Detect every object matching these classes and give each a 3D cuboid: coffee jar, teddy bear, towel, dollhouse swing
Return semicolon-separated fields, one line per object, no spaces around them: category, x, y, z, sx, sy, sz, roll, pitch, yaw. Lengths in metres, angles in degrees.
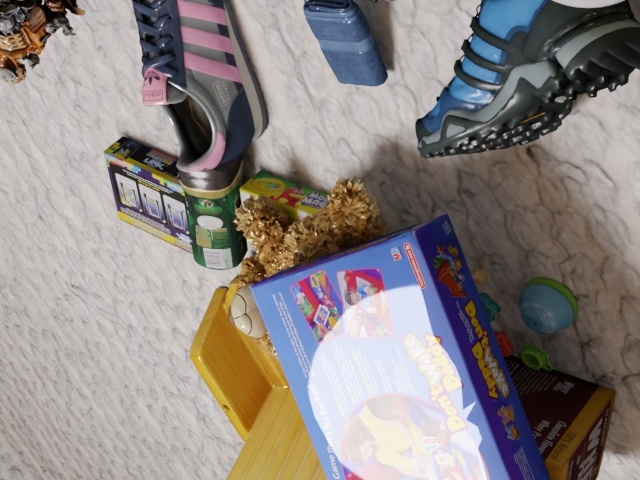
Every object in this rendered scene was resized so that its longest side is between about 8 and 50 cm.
coffee jar;-0.144;-0.054;1.227;0.079;0.096;0.184;7;133;10
teddy bear;-0.014;0.051;1.114;0.338;0.113;0.245;-9;115;43
towel;0.029;-0.213;0.947;0.067;0.029;0.119;15;155;30
dollhouse swing;-0.070;0.262;1.298;0.347;0.305;0.315;-4;123;45

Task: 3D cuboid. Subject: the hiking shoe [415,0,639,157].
hiking shoe;0.183;-0.169;0.842;0.304;0.113;0.132;-30;70;60

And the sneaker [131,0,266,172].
sneaker;-0.171;-0.229;1.058;0.112;0.131;0.319;1;126;42

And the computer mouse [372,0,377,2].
computer mouse;-0.002;-0.342;0.860;0.262;0.060;0.184;23;135;8

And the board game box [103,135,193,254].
board game box;-0.237;-0.065;1.346;0.170;0.048;0.141;24;141;23

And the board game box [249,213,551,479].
board game box;0.089;0.171;0.976;0.233;0.078;0.347;-19;94;37

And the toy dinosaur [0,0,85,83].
toy dinosaur;-0.329;-0.323;1.041;0.164;0.218;0.322;49;143;-6

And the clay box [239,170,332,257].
clay box;0.000;0.000;1.186;0.222;0.053;0.127;20;136;26

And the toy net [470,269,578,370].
toy net;0.191;0.067;1.089;0.232;0.045;0.122;27;142;23

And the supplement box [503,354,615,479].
supplement box;0.224;0.243;1.078;0.194;0.191;0.129;17;117;30

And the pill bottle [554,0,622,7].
pill bottle;0.215;-0.254;0.613;0.117;0.215;0.117;24;139;23
